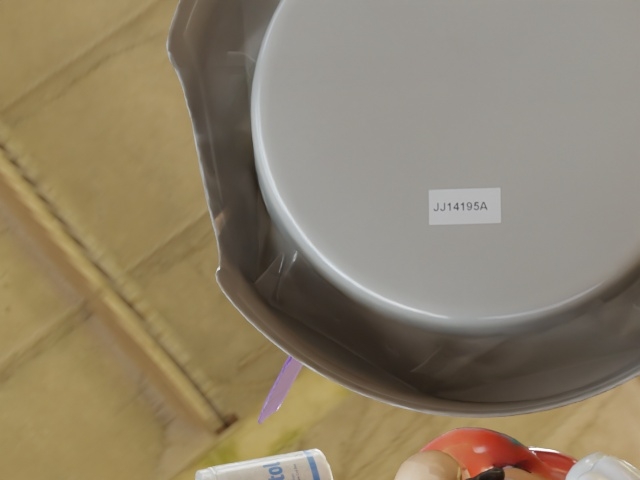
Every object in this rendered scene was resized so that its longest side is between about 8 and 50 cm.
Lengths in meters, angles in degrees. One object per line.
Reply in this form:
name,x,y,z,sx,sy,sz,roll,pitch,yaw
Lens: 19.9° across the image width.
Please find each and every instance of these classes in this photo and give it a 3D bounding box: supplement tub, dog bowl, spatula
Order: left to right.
supplement tub,-0.045,0.215,1.510,0.107,0.071,0.071,-9,-109,-13
spatula,0.000,0.000,1.372,0.030,0.296,0.084,14,-168,12
dog bowl,0.090,-0.070,1.017,0.348,0.102,0.349,-2,-102,9

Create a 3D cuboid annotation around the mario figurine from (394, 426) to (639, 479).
mario figurine,0.061,0.166,0.846,0.198,0.320,0.170,-3,-77,10
